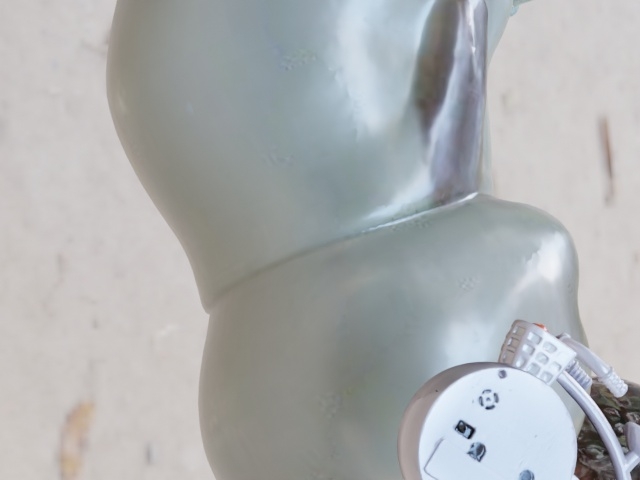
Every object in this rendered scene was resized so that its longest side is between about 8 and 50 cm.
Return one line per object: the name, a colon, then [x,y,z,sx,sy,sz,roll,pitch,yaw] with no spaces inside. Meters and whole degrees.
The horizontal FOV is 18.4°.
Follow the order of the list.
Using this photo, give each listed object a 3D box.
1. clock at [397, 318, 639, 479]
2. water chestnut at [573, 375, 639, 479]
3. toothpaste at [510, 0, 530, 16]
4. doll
clock: [0.093,0.091,0.760,0.129,0.041,0.087,42,79,-12]
water chestnut: [0.178,0.231,1.260,0.289,0.244,0.289,-19,90,-87]
toothpaste: [0.064,-0.152,1.336,0.031,0.204,0.049,48,49,-36]
doll: [0.016,-0.020,0.976,0.226,0.215,0.370,-16,82,-37]
